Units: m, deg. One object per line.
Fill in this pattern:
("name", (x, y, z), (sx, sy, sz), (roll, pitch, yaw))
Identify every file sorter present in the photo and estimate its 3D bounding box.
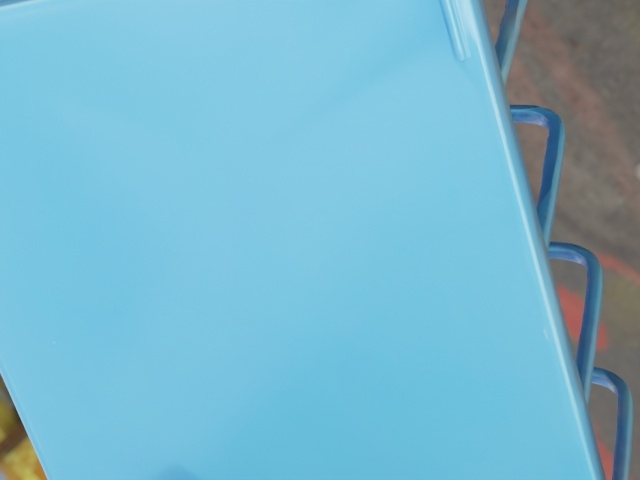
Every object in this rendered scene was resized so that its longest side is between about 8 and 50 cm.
("file sorter", (0.000, 0.000, 0.395), (0.118, 0.104, 0.170), (-8, 118, 18))
